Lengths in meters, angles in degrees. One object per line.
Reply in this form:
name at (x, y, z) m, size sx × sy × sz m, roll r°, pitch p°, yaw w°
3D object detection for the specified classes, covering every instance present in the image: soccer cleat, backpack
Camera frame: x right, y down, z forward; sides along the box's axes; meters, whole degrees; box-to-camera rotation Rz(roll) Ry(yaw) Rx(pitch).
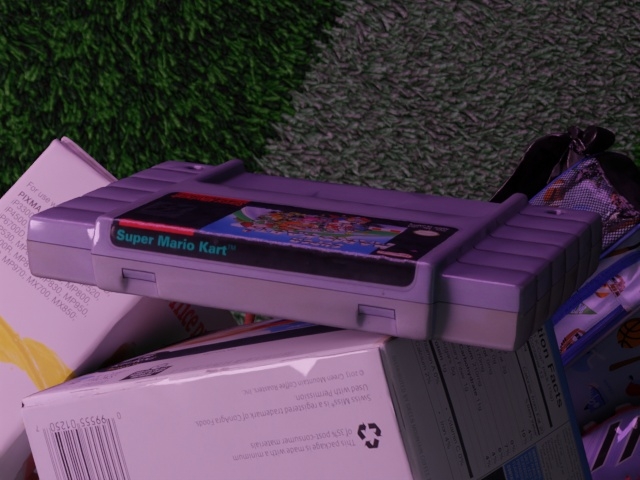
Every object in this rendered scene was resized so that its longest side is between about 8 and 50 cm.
soccer cleat at (0.217, 0.199, 1.447) m, size 0.248 × 0.083 × 0.095 m, roll -10°, pitch 34°, yaw -11°
backpack at (0.223, 0.082, 1.563) m, size 0.263 × 0.276 × 0.213 m, roll -33°, pitch 42°, yaw 12°

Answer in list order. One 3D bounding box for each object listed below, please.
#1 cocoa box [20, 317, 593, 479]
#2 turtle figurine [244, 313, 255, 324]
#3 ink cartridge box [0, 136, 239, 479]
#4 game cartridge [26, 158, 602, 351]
cocoa box at (-0.003, 0.176, 1.303) m, size 0.347 × 0.231 × 0.228 m, roll -12°, pitch 5°, yaw 36°
turtle figurine at (0.032, 0.163, 1.586) m, size 0.217 × 0.269 × 0.087 m, roll 11°, pitch -40°, yaw -38°
ink cartridge box at (-0.261, 0.139, 1.492) m, size 0.384 × 0.160 × 0.279 m, roll -50°, pitch -18°, yaw -10°
game cartridge at (0.000, 0.000, 1.235) m, size 0.355 × 0.068 × 0.230 m, roll 8°, pitch 11°, yaw 20°
